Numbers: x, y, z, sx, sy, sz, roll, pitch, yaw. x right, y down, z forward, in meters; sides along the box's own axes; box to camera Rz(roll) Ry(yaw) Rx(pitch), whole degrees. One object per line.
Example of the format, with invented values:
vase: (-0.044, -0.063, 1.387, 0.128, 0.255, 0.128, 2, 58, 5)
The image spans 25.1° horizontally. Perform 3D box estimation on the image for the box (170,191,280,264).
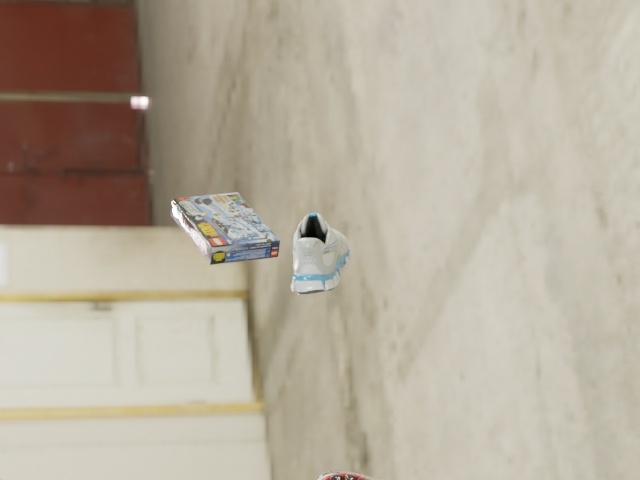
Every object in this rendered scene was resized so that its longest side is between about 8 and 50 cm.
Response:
box: (-0.121, -0.016, 1.812, 0.137, 0.094, 0.027, 48, 136, 51)

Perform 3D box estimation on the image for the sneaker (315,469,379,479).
sneaker: (0.091, 0.297, 1.467, 0.088, 0.225, 0.093, -55, 6, 0)

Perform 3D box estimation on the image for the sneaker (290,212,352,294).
sneaker: (0.000, 0.000, 1.795, 0.190, 0.071, 0.083, -79, -16, -73)
